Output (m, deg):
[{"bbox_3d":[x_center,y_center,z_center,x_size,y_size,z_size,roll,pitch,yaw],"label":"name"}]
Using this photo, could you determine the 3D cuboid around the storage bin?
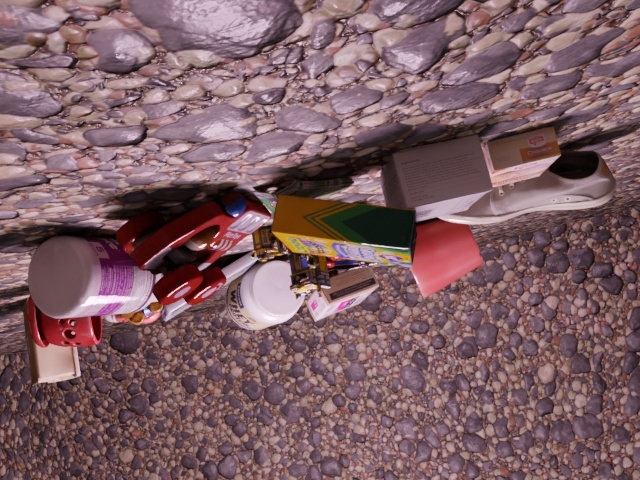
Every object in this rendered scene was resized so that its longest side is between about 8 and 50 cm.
[{"bbox_3d":[-0.872,0.324,1.998,0.123,0.262,0.260,-7,170,-31],"label":"storage bin"}]

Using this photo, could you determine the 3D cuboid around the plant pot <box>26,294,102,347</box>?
[{"bbox_3d":[-0.725,0.214,1.763,0.174,0.191,0.191,-9,171,-11],"label":"plant pot"}]

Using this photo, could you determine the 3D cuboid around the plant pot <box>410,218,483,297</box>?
[{"bbox_3d":[0.429,0.039,2.208,0.243,0.275,0.275,-22,170,9],"label":"plant pot"}]

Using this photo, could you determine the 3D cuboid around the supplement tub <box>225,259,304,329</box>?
[{"bbox_3d":[-0.207,0.203,2.318,0.235,0.235,0.325,-9,170,-26],"label":"supplement tub"}]

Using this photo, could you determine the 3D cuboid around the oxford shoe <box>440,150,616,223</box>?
[{"bbox_3d":[0.499,-0.142,1.561,0.449,0.169,0.130,-8,132,18],"label":"oxford shoe"}]

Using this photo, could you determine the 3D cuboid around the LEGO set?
[{"bbox_3d":[-0.012,0.048,1.652,0.331,0.192,0.255,-15,163,21],"label":"LEGO set"}]

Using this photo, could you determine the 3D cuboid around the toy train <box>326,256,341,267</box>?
[{"bbox_3d":[0.000,0.000,1.838,0.143,0.105,0.248,7,162,-13],"label":"toy train"}]

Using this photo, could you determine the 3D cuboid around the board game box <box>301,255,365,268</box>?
[{"bbox_3d":[0.104,0.054,2.171,0.347,0.078,0.233,-6,173,11],"label":"board game box"}]

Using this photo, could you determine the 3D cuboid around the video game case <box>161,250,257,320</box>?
[{"bbox_3d":[-0.374,0.155,2.058,0.329,0.036,0.300,-32,178,-20],"label":"video game case"}]

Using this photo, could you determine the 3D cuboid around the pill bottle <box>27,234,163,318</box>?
[{"bbox_3d":[-0.457,0.077,1.348,0.169,0.169,0.301,-17,171,22],"label":"pill bottle"}]

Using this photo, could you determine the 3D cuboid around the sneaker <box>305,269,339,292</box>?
[{"bbox_3d":[0.001,0.128,2.161,0.128,0.087,0.221,-20,175,6],"label":"sneaker"}]

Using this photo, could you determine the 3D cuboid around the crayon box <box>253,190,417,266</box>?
[{"bbox_3d":[0.032,-0.019,1.280,0.322,0.083,0.203,8,169,12],"label":"crayon box"}]

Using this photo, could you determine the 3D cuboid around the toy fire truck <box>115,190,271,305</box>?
[{"bbox_3d":[-0.240,-0.008,1.257,0.254,0.169,0.302,-39,168,6],"label":"toy fire truck"}]

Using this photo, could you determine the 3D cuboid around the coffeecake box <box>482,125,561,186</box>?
[{"bbox_3d":[0.428,-0.177,1.368,0.142,0.068,0.185,-13,171,4],"label":"coffeecake box"}]

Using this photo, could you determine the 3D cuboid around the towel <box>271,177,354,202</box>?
[{"bbox_3d":[-0.019,-0.108,1.316,0.152,0.023,0.113,-9,173,-37],"label":"towel"}]

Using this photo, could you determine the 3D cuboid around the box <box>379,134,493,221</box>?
[{"bbox_3d":[0.230,-0.119,1.275,0.181,0.119,0.181,-13,171,-5],"label":"box"}]

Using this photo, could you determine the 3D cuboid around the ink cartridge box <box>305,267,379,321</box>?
[{"bbox_3d":[0.070,0.181,2.122,0.193,0.088,0.235,-20,165,-19],"label":"ink cartridge box"}]

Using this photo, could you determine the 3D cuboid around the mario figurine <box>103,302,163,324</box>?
[{"bbox_3d":[-0.598,0.187,2.009,0.198,0.170,0.320,3,174,-18],"label":"mario figurine"}]
